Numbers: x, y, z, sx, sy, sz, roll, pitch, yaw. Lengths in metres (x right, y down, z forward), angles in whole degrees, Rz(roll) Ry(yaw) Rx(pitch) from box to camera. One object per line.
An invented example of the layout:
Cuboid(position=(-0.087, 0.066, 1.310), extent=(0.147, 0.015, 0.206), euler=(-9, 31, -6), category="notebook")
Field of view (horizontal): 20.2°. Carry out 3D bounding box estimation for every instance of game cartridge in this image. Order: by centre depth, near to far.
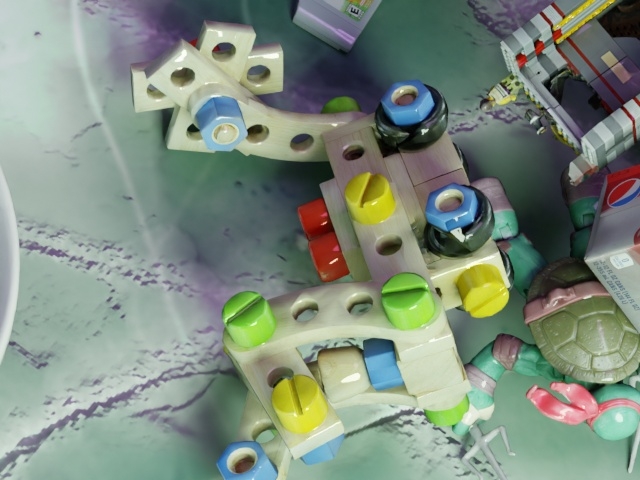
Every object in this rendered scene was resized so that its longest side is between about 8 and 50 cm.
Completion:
Cuboid(position=(0.015, -0.179, 1.307), extent=(0.056, 0.017, 0.083), euler=(29, 57, 2), category="game cartridge")

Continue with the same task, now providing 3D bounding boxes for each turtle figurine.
Cuboid(position=(0.168, 0.060, 1.177), extent=(0.175, 0.118, 0.234), euler=(0, 57, -19), category="turtle figurine")

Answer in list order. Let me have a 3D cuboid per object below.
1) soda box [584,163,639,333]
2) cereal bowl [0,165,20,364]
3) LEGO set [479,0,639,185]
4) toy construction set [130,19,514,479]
Cuboid(position=(0.277, 0.061, 1.148), extent=(0.263, 0.092, 0.083), euler=(50, 41, -28), category="soda box")
Cuboid(position=(-0.341, 0.032, 0.993), extent=(0.338, 0.141, 0.339), euler=(8, 61, -15), category="cereal bowl")
Cuboid(position=(0.170, -0.158, 1.235), extent=(0.192, 0.255, 0.331), euler=(-37, 80, 0), category="LEGO set")
Cuboid(position=(0.000, 0.000, 1.136), extent=(0.215, 0.151, 0.328), euler=(-21, 60, 3), category="toy construction set")
